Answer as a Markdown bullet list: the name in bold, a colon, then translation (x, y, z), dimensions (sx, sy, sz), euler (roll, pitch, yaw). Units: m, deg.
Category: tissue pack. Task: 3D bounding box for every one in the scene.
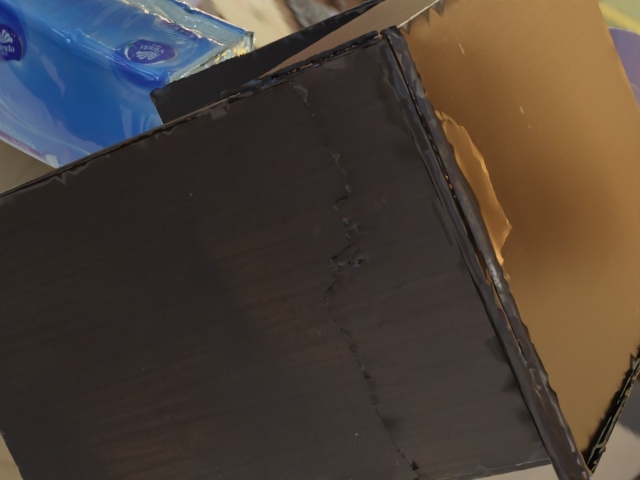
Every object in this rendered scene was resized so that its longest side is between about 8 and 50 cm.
- **tissue pack**: translation (-0.209, -0.154, 1.342), dimensions (0.263, 0.198, 0.146), euler (28, 45, 27)

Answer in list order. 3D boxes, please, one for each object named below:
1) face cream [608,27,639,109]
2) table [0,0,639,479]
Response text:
- **face cream**: translation (0.241, -0.066, 1.191), dimensions (0.096, 0.154, 0.274), euler (24, 61, -5)
- **table**: translation (0.000, 0.000, 0.654), dimensions (0.196, 0.282, 0.250), euler (65, 32, -12)
